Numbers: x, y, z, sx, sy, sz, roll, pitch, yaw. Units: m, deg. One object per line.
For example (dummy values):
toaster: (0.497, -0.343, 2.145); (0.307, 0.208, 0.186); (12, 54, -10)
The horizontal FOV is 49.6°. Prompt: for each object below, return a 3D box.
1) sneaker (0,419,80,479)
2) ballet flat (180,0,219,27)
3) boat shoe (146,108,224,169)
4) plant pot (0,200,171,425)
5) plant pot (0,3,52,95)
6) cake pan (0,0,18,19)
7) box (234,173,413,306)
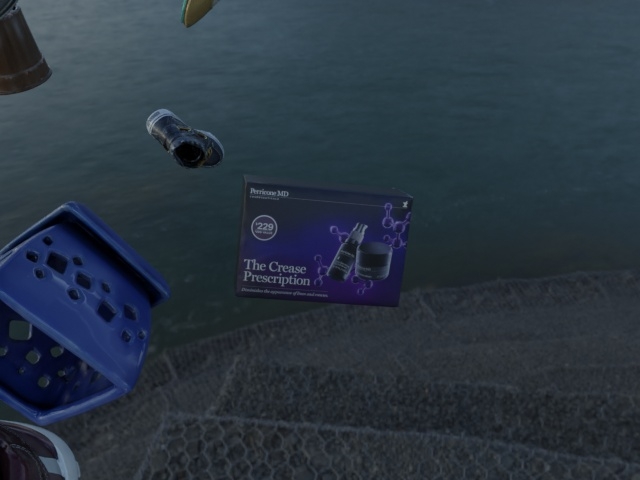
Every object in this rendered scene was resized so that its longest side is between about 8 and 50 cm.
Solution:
sneaker: (-0.260, 0.097, 0.315); (0.281, 0.162, 0.106); (5, 66, -12)
ballet flat: (-0.161, -0.442, 1.093); (0.073, 0.232, 0.080); (13, -5, -8)
boat shoe: (-0.204, -0.142, 1.124); (0.083, 0.065, 0.183); (50, 11, 27)
plant pot: (-0.373, 0.095, 0.984); (0.236, 0.236, 0.212); (-25, 29, 36)
plant pot: (-0.723, -0.444, 1.583); (0.167, 0.165, 0.167); (-2, 39, 2)
cake pan: (-0.627, -0.475, 1.111); (0.293, 0.293, 0.054); (-14, 1, -19)
box: (0.000, 0.000, 1.104); (0.261, 0.184, 0.103); (4, 9, -9)
